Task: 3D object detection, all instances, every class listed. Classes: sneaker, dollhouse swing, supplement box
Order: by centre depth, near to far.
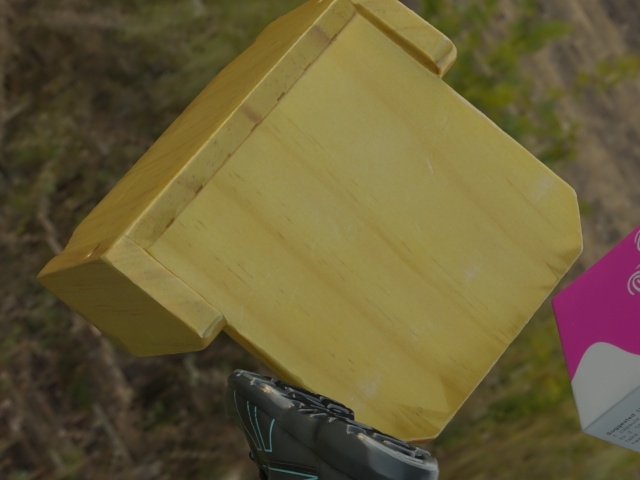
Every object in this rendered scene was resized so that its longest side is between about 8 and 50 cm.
[{"bbox_3d":[0.273,0.084,1.257,0.220,0.114,0.111,20,42,-30],"label":"supplement box"},{"bbox_3d":[-0.014,0.164,1.379,0.101,0.106,0.267,20,2,-24],"label":"sneaker"},{"bbox_3d":[0.000,0.000,1.721,0.305,0.315,0.347,44,70,-13],"label":"dollhouse swing"}]
